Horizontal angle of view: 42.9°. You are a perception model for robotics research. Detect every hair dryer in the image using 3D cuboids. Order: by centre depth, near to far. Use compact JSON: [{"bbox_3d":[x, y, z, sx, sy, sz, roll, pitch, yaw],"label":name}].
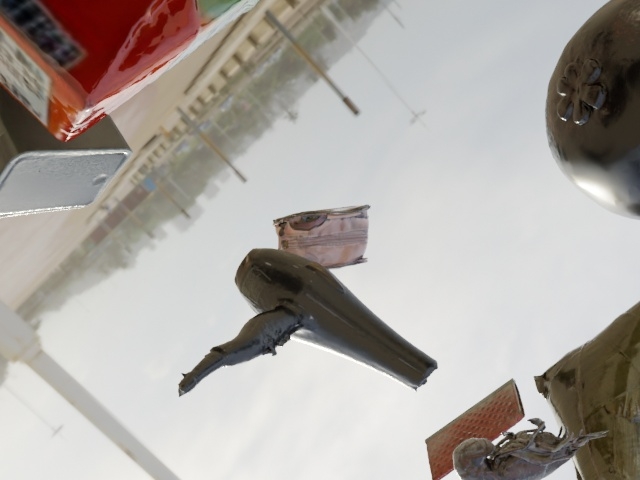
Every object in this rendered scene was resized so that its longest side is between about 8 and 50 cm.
[{"bbox_3d":[-0.041,0.140,1.009,0.359,0.303,0.120,-27,147,-57],"label":"hair dryer"}]

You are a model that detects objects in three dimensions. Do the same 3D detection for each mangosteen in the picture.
[{"bbox_3d":[0.437,-0.157,1.009,0.297,0.313,0.297,-49,-161,23],"label":"mangosteen"}]

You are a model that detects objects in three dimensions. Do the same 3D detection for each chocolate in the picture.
[{"bbox_3d":[-0.247,-0.318,0.818,0.341,0.360,0.161,-47,-176,-33],"label":"chocolate"}]

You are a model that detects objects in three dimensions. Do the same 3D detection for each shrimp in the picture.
[{"bbox_3d":[0.220,0.218,0.851,0.165,0.065,0.056,-21,178,-5],"label":"shrimp"}]

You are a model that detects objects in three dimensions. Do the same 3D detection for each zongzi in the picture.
[{"bbox_3d":[0.466,0.211,1.159,0.300,0.145,0.274,-51,-158,25],"label":"zongzi"}]

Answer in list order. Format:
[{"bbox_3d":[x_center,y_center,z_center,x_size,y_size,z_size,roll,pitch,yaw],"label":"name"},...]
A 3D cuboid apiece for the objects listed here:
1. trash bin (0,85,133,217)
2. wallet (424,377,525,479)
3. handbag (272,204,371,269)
[{"bbox_3d":[-0.355,-0.161,0.951,0.122,0.241,0.164,-42,161,33],"label":"trash bin"},{"bbox_3d":[0.256,0.316,1.360,0.196,0.020,0.103,-41,-163,18],"label":"wallet"},{"bbox_3d":[0.000,-0.002,1.554,0.205,0.117,0.179,-7,-178,-31],"label":"handbag"}]
